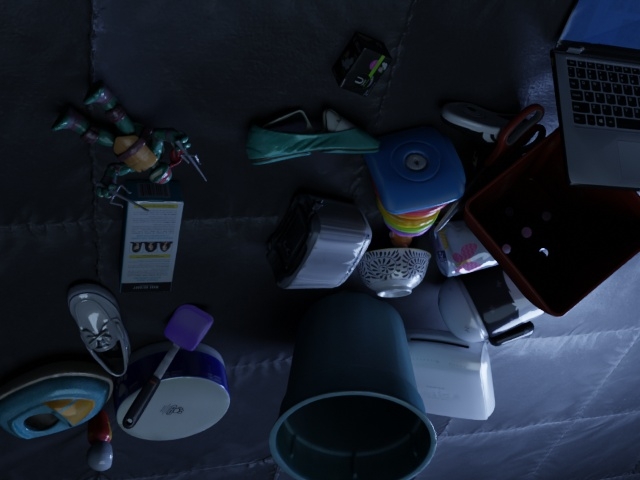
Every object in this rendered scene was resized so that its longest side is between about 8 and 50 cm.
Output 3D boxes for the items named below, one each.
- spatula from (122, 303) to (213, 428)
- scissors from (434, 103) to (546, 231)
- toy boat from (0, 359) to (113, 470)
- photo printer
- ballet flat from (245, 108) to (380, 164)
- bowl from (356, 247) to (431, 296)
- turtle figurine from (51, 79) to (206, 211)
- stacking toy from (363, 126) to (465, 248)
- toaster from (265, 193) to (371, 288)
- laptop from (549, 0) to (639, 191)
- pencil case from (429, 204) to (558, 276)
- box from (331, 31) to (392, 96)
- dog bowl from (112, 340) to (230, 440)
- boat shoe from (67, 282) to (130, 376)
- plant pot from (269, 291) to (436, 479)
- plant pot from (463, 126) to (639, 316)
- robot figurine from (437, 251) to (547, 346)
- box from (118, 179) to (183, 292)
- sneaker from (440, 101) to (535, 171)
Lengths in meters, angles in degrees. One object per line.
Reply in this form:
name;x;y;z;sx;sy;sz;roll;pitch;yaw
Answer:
spatula;-0.339;0.273;1.678;0.084;0.030;0.296;32;81;-4
scissors;0.309;-0.138;1.469;0.297;0.021;0.109;-40;142;4
toy boat;-0.560;0.400;1.759;0.267;0.148;0.318;-23;138;5
photo printer;0.303;0.331;1.969;0.256;0.107;0.307;5;143;20
ballet flat;-0.010;-0.189;1.382;0.247;0.083;0.087;-7;104;-12
bowl;0.155;0.076;1.674;0.170;0.080;0.170;-2;164;-1
turtle figurine;-0.312;-0.147;1.289;0.175;0.118;0.234;-44;119;5
stacking toy;0.175;-0.067;1.546;0.166;0.175;0.302;-14;150;-8
toaster;0.000;0.000;1.556;0.146;0.129;0.227;6;131;-31
laptop;0.632;-0.309;1.365;0.382;0.408;0.236;2;166;-18
pencil case;0.373;-0.010;1.692;0.273;0.113;0.124;-14;94;-4
box;0.070;-0.296;1.317;0.062;0.052;0.083;13;131;-32
dog bowl;-0.347;0.352;1.820;0.265;0.104;0.265;-10;138;-9
boat shoe;-0.449;0.189;1.621;0.095;0.084;0.258;-18;139;-1
plant pot;0.070;0.314;1.721;0.341;0.334;0.341;1;129;1
plant pot;0.436;-0.031;1.522;0.267;0.267;0.236;-38;177;-5
robot figurine;0.409;0.123;1.806;0.278;0.209;0.173;-26;159;6
box;-0.324;-0.003;1.479;0.100;0.060;0.244;0;135;-20
sneaker;0.303;-0.187;1.497;0.217;0.079;0.121;6;130;-28
